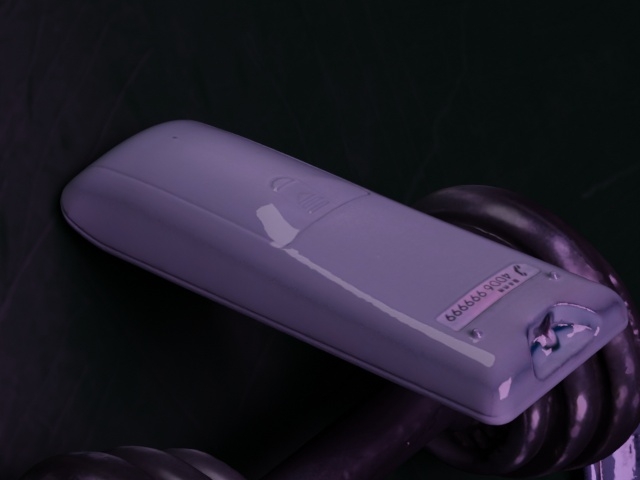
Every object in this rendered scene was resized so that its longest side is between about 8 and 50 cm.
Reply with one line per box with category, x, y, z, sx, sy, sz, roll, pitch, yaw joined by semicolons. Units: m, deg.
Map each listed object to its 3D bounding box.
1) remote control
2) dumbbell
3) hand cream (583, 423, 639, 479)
remote control;0.000;0.001;0.795;0.103;0.293;0.051;-33;133;-37
dumbbell;0.011;0.112;0.831;0.406;0.179;0.179;-34;101;-36
hand cream;0.270;0.130;1.102;0.256;0.055;0.088;-2;89;-35
